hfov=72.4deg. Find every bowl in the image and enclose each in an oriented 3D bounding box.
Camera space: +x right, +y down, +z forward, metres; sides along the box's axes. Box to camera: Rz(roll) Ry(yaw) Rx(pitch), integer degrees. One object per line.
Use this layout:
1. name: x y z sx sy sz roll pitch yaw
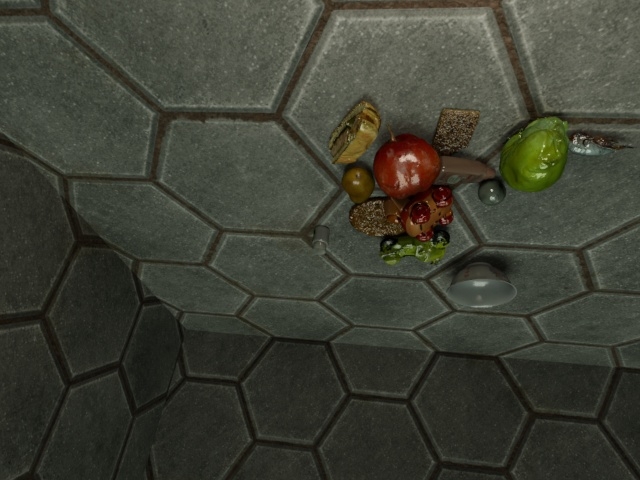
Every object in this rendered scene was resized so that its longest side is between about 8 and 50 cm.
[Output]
1. bowl: 0.834 0.213 2.291 0.346 0.157 0.345 6 149 4

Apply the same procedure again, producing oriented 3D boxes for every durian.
1. durian: 0.712 -0.279 1.462 0.204 0.339 0.255 21 127 16

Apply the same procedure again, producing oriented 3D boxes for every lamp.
1. lamp: 0.681 -0.190 1.737 0.105 0.105 0.105 6 148 4

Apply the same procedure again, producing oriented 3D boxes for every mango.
1. mango: 0.158 -0.226 1.808 0.136 0.099 0.227 -2 155 8

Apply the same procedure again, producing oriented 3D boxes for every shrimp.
1. shrimp: 0.958 -0.324 1.492 0.233 0.079 0.090 5 -176 1

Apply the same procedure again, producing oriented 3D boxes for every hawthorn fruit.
1. hawthorn fruit: 0.290 -0.293 1.569 0.242 0.242 0.271 -19 117 37

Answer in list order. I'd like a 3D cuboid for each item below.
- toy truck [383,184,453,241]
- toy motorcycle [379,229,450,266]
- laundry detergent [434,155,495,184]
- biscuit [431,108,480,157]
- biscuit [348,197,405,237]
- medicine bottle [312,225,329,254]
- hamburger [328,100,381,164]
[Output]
1. toy truck: 0.407 -0.144 1.827 0.265 0.239 0.189 -37 143 -8
2. toy motorcycle: 0.462 0.042 2.131 0.342 0.142 0.206 -8 125 19
3. laundry detergent: 0.536 -0.257 1.692 0.237 0.076 0.171 4 164 -13
4. biscuit: 0.474 -0.370 1.568 0.131 0.026 0.237 7 147 5
5. biscuit: 0.281 -0.098 2.035 0.305 0.038 0.305 6 148 4
6. medicine bottle: 0.000 0.000 2.168 0.080 0.130 0.080 7 148 4
7. hamburger: 0.130 -0.381 1.559 0.131 0.124 0.262 1 157 -25
